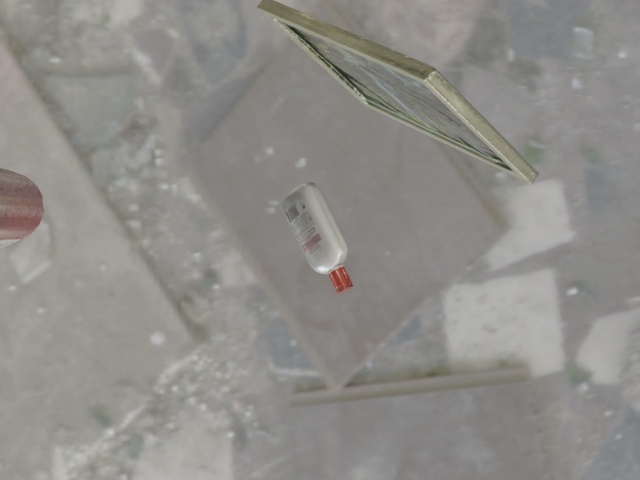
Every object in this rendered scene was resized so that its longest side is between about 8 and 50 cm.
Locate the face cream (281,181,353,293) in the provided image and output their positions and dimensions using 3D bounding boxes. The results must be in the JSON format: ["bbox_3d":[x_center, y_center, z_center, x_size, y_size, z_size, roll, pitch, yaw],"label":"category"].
[{"bbox_3d":[0.000,0.000,1.069,0.040,0.021,0.083,-38,74,49],"label":"face cream"}]

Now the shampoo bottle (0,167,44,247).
[{"bbox_3d":[-0.294,-0.026,1.124,0.118,0.314,0.076,0,91,-2],"label":"shampoo bottle"}]

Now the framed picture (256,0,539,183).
[{"bbox_3d":[0.087,-0.178,1.705,0.324,0.240,0.020,31,85,45],"label":"framed picture"}]
